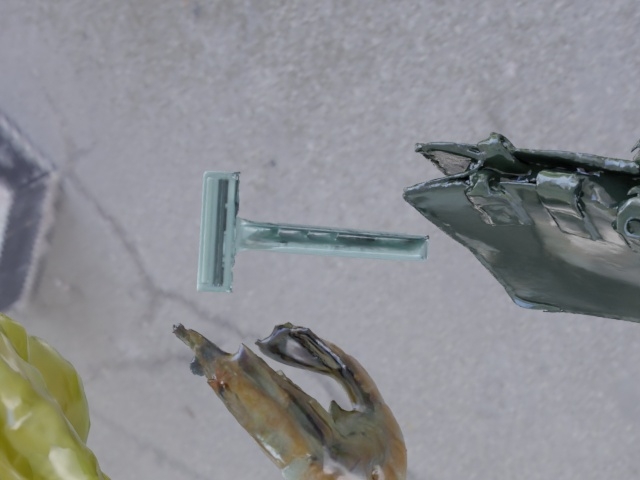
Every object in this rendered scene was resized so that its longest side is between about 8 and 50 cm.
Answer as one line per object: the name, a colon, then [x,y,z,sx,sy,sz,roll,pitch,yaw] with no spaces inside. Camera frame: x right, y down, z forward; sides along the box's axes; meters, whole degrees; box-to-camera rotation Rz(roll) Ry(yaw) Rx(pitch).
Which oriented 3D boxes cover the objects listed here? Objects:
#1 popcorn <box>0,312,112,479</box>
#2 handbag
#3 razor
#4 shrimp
popcorn: [-0.188,0.121,0.547,0.195,0.255,0.256,48,118,6]
handbag: [0.218,-0.004,1.105,0.247,0.079,0.260,9,165,33]
razor: [-0.006,0.000,1.428,0.056,0.277,0.111,1,87,48]
shrimp: [-0.012,0.138,1.329,0.254,0.145,0.059,47,142,1]
